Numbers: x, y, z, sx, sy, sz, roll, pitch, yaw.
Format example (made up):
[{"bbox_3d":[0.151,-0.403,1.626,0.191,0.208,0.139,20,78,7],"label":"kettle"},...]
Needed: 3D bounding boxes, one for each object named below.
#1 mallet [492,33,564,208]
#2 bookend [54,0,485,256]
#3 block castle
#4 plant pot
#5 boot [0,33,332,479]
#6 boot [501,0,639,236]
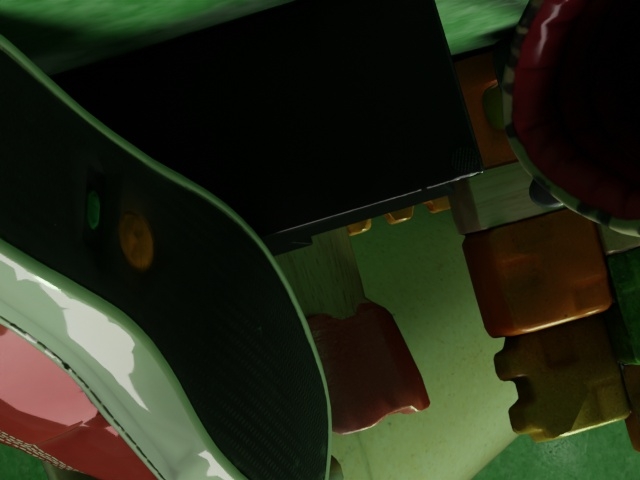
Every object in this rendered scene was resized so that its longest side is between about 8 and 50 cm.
[{"bbox_3d":[0.106,-0.054,0.741,0.062,0.039,0.190,-18,-163,8],"label":"mallet"},{"bbox_3d":[-0.020,-0.033,0.679,0.157,0.072,0.156,-17,177,8],"label":"bookend"},{"bbox_3d":[0.164,0.005,0.991,0.453,0.213,0.303,-15,177,-8],"label":"block castle"},{"bbox_3d":[-0.001,0.103,1.342,0.305,0.334,0.334,-28,-175,-37],"label":"plant pot"},{"bbox_3d":[-0.117,0.033,0.574,0.176,0.088,0.244,-16,141,26],"label":"boot"},{"bbox_3d":[0.264,-0.090,0.584,0.284,0.138,0.377,-14,-177,-35],"label":"boot"}]
